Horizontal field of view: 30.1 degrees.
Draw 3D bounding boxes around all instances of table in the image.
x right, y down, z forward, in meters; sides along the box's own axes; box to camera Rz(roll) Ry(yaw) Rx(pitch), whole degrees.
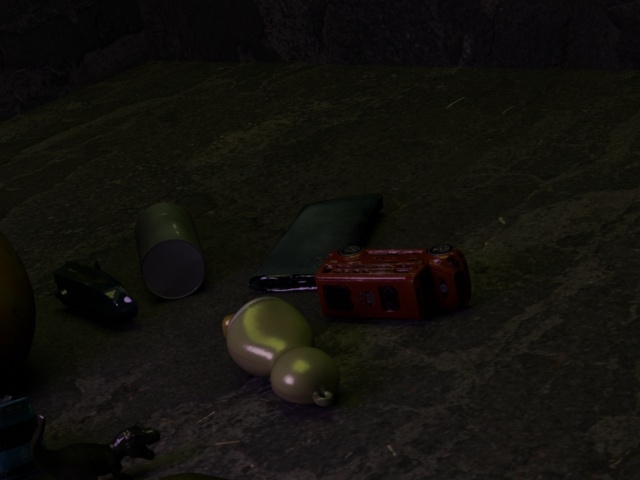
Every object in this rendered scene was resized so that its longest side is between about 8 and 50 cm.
[{"bbox_3d":[-0.298,0.017,2.343,0.126,0.126,0.220,-13,22,-7],"label":"table"}]

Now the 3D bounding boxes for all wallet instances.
[{"bbox_3d":[0.000,0.000,2.354,0.190,0.046,0.379,-5,23,18],"label":"wallet"}]

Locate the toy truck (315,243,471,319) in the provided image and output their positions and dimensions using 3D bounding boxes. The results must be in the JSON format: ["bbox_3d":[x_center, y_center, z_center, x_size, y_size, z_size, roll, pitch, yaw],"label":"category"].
[{"bbox_3d":[0.124,0.077,2.028,0.252,0.107,0.114,0,25,28],"label":"toy truck"}]

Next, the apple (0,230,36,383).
[{"bbox_3d":[-0.667,0.111,1.955,0.384,0.374,0.374,-21,24,-37],"label":"apple"}]

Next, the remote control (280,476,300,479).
[{"bbox_3d":[0.003,0.369,1.477,0.067,0.029,0.261,-21,26,-24],"label":"remote control"}]

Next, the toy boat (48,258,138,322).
[{"bbox_3d":[-0.413,0.099,2.240,0.103,0.093,0.246,-34,30,-31],"label":"toy boat"}]

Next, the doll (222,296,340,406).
[{"bbox_3d":[-0.058,0.184,1.861,0.141,0.117,0.296,-5,31,-26],"label":"doll"}]

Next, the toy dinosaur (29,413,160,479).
[{"bbox_3d":[-0.323,0.275,1.649,0.087,0.179,0.187,13,29,43],"label":"toy dinosaur"}]

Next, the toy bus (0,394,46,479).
[{"bbox_3d":[-0.521,0.290,1.730,0.246,0.134,0.113,2,7,30],"label":"toy bus"}]

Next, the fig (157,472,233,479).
[{"bbox_3d":[-0.127,0.370,1.358,0.203,0.203,0.225,2,-17,28],"label":"fig"}]
